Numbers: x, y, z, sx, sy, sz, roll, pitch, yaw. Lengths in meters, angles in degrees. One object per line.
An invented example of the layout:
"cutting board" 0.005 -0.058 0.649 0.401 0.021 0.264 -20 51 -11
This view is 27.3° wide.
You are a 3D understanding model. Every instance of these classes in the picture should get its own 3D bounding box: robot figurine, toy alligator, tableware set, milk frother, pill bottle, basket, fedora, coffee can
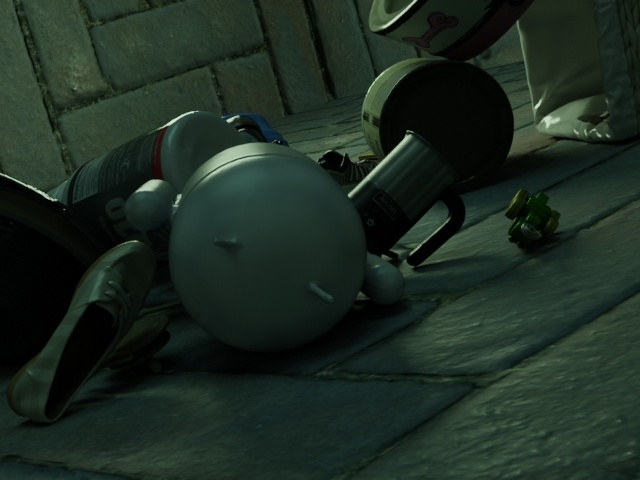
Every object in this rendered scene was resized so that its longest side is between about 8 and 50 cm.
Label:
"robot figurine" -0.060 0.003 1.389 0.300 0.199 0.353 14 7 -8
"toy alligator" 0.231 -0.014 1.485 0.051 0.056 0.189 -57 -3 20
"tableware set" -0.240 0.129 1.455 0.194 0.039 0.128 -16 20 32
"milk frother" 0.091 -0.044 1.583 0.135 0.129 0.143 -44 21 -5
"pill bottle" -0.226 -0.045 1.676 0.283 0.161 0.161 -21 4 38
"basket" 0.499 -0.345 2.134 0.267 0.331 0.328 -12 9 -12
"fedora" -0.406 0.054 1.642 0.334 0.334 0.152 -7 43 42
"coffee can" 0.177 -0.187 2.077 0.202 0.201 0.275 -16 10 -2

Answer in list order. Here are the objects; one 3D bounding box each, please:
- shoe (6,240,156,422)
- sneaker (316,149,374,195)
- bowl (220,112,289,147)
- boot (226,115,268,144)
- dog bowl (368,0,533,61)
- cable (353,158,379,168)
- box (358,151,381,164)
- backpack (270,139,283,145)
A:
"shoe" -0.232 0.095 1.349 0.058 0.076 0.219 13 64 53
"sneaker" 0.035 -0.108 2.042 0.063 0.074 0.170 -9 10 31
"bowl" -0.233 -0.075 2.054 0.391 0.077 0.391 -29 -8 -5
"boot" -0.132 -0.044 1.753 0.263 0.091 0.229 -46 36 6
"dog bowl" 0.252 -0.458 2.065 0.408 0.150 0.408 -52 16 22
"cable" 0.013 -0.105 2.336 0.151 0.047 0.184 -9 12 35
"box" 0.199 -0.189 2.589 0.201 0.021 0.164 -21 11 -31
"backpack" -0.072 -0.040 1.883 0.158 0.117 0.173 -29 37 -4
